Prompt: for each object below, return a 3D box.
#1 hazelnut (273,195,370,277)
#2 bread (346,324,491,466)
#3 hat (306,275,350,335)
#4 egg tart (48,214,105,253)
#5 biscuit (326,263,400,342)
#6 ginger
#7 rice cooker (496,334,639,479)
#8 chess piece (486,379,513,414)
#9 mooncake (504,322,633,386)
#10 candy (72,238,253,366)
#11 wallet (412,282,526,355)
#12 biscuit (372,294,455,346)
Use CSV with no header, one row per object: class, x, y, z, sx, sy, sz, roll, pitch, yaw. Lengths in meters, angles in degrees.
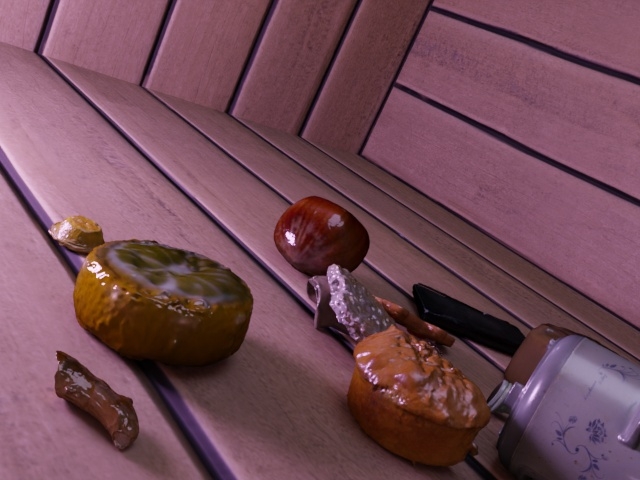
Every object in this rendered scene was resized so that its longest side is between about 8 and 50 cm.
hazelnut,-0.001,0.002,1.546,0.212,0.181,0.181,30,-13,13
bread,0.126,0.237,1.008,0.139,0.143,0.229,-5,28,-42
hat,0.049,0.123,1.337,0.175,0.085,0.147,19,15,-18
egg tart,-0.410,-0.014,1.160,0.105,0.039,0.105,25,15,-7
biscuit,0.085,0.143,1.218,0.188,0.040,0.265,23,27,-52
ginger,-0.254,0.178,0.762,0.137,0.044,0.057,35,-13,11
rice cooker,0.435,0.303,1.026,0.317,0.264,0.316,33,-25,18
chess piece,0.363,0.314,1.251,0.103,0.067,0.067,37,17,11
mooncake,0.547,0.291,1.430,0.284,0.155,0.284,22,12,-5
candy,-0.227,0.086,0.987,0.260,0.118,0.260,19,13,-5
wallet,0.371,0.202,1.665,0.318,0.045,0.172,22,18,-13
biscuit,0.188,0.174,1.411,0.250,0.036,0.165,31,-6,-36
